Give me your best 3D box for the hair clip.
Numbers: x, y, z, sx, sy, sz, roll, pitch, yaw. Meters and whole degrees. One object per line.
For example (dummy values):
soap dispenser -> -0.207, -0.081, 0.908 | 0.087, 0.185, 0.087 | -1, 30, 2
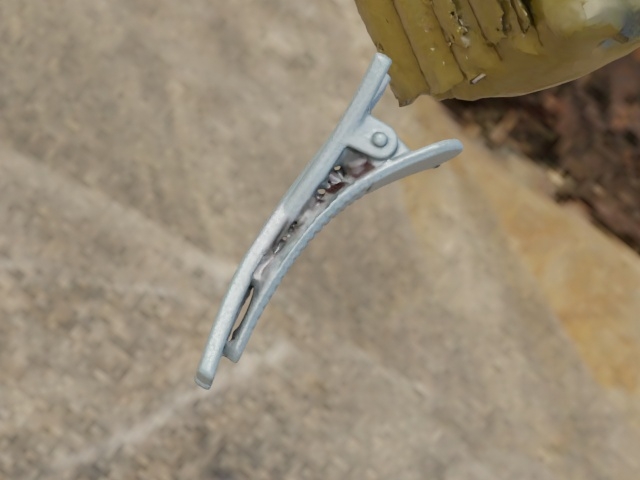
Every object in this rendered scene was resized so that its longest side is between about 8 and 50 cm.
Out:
hair clip -> 0.000, 0.000, 0.571 | 0.039, 0.115, 0.030 | 34, -10, 9

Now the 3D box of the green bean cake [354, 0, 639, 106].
green bean cake -> 0.149, -0.167, 1.051 | 0.224, 0.229, 0.131 | -13, -80, 61
